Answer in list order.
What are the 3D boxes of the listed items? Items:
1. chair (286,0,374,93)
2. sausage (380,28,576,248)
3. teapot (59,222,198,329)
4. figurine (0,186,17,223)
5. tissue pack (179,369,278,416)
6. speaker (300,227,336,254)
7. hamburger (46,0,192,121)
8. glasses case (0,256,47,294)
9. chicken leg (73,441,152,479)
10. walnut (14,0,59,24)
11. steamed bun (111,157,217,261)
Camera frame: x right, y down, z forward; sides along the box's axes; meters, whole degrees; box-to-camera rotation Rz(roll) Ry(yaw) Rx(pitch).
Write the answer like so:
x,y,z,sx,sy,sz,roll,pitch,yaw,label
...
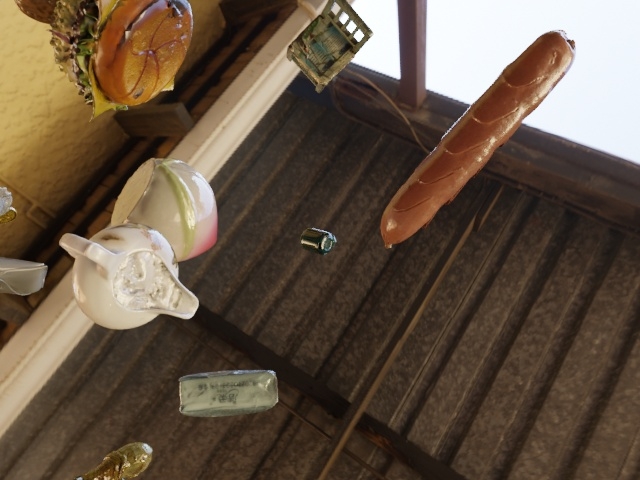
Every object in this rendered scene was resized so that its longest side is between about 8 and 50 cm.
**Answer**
x,y,z,sx,sy,sz,roll,pitch,yaw,label
0.012,-0.478,1.236,0.147,0.270,0.136,-44,-78,1,chair
0.236,-0.151,0.797,0.088,0.088,0.433,47,-72,26,sausage
-0.364,0.066,0.935,0.139,0.298,0.204,15,-105,37,teapot
-0.720,-0.085,0.996,0.143,0.271,0.143,-7,-121,12,figurine
-0.240,0.392,1.286,0.227,0.316,0.103,-2,-105,-13,tissue pack
0.000,0.005,1.273,0.075,0.094,0.060,17,-91,37,speaker
-0.297,-0.315,0.743,0.138,0.262,0.243,33,-146,2,hamburger
-0.967,0.097,1.455,0.128,0.308,0.083,-38,-127,39,glasses case
-0.575,0.638,1.373,0.227,0.103,0.088,-22,-115,-40,chicken leg
-0.459,-0.405,0.825,0.079,0.096,0.083,42,-64,52,walnut
-0.414,-0.066,1.421,0.309,0.309,0.309,-4,-116,9,steamed bun
